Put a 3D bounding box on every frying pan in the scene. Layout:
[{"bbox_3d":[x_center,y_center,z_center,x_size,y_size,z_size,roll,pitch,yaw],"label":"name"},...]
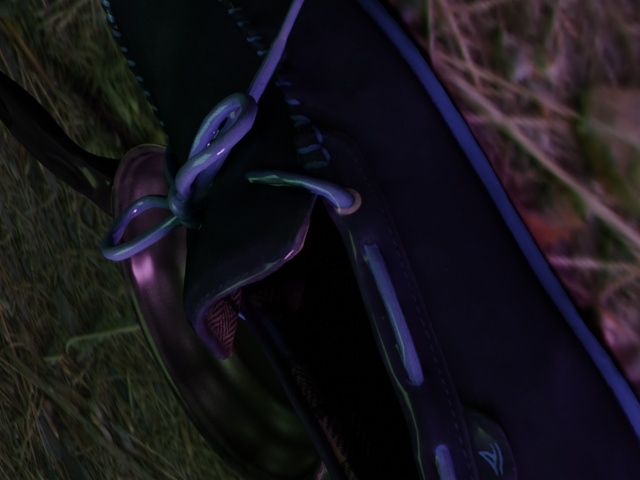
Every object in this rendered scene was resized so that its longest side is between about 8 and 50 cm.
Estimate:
[{"bbox_3d":[-0.084,0.019,0.731,0.326,0.053,0.197,28,135,49],"label":"frying pan"}]

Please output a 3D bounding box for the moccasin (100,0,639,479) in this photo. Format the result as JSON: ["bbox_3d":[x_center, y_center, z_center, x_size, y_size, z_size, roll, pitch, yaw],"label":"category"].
[{"bbox_3d":[0.000,0.000,0.510,0.342,0.117,0.137,52,149,20],"label":"moccasin"}]
